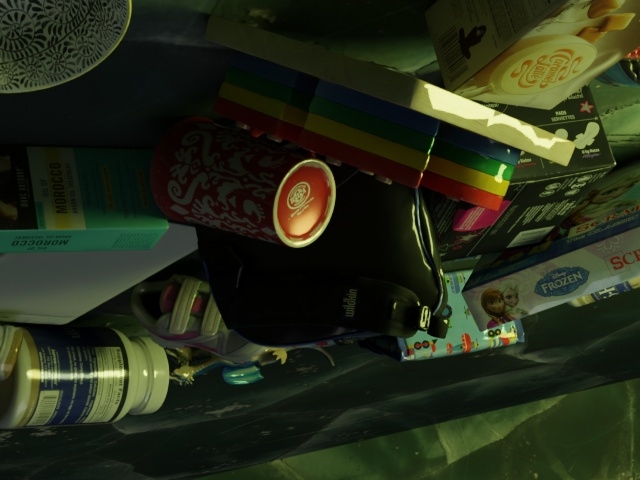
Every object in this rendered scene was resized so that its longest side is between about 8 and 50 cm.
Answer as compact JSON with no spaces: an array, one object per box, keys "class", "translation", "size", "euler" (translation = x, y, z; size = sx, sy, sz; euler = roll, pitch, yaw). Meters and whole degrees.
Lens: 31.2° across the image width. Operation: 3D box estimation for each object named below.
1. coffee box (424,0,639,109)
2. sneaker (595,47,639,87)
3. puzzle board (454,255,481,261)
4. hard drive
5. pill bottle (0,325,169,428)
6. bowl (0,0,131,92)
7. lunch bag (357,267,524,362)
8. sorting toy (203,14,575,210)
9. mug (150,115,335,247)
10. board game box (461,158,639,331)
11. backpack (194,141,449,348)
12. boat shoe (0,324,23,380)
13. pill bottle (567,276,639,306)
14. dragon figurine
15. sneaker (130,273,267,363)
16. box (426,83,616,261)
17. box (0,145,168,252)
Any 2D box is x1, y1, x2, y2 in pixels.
[{"class":"coffee box","translation":[0.229,-0.223,1.036],"size":[0.141,0.098,0.246],"euler":[2,156,-35]},{"class":"sneaker","translation":[0.359,-0.213,1.195],"size":[0.261,0.104,0.125],"euler":[-7,-171,-35]},{"class":"puzzle board","translation":[0.287,0.006,1.832],"size":[0.128,0.011,0.096],"euler":[-6,161,-16]},{"class":"hard drive","translation":[-0.315,0.024,1.450],"size":[0.353,0.047,0.233],"euler":[-29,155,37]},{"class":"pill bottle","translation":[-0.375,0.208,1.760],"size":[0.264,0.153,0.153],"euler":[5,154,-41]},{"class":"bowl","translation":[-0.231,-0.192,0.847],"size":[0.170,0.080,0.170],"euler":[-13,151,-7]},{"class":"lunch bag","translation":[0.195,0.141,2.020],"size":[0.221,0.138,0.293],"euler":[-8,172,-12]},{"class":"sorting toy","translation":[0.055,-0.106,1.046],"size":[0.255,0.089,0.257],"euler":[25,-171,40]},{"class":"mug","translation":[-0.070,-0.073,1.167],"size":[0.169,0.150,0.113],"euler":[18,171,40]},{"class":"board game box","translation":[0.368,-0.018,1.508],"size":[0.318,0.066,0.318],"euler":[-23,-169,25]},{"class":"backpack","translation":[0.000,0.000,1.315],"size":[0.263,0.277,0.213],"euler":[-12,174,8]},{"class":"boat shoe","translation":[-0.495,0.151,1.594],"size":[0.096,0.098,0.277],"euler":[21,157,-24]},{"class":"pill bottle","translation":[0.439,0.047,1.888],"size":[0.186,0.112,0.112],"euler":[-21,159,22]},{"class":"dragon figurine","translation":[-0.128,0.197,1.983],"size":[0.289,0.085,0.144],"euler":[2,156,-35]},{"class":"sneaker","translation":[-0.170,0.105,1.613],"size":[0.252,0.103,0.111],"euler":[-2,154,31]},{"class":"box","translation":[0.208,-0.088,1.333],"size":[0.163,0.142,0.247],"euler":[-9,161,-13]},{"class":"box","translation":[-0.290,-0.044,1.203],"size":[0.244,0.101,0.060],"euler":[-1,156,-30]}]
